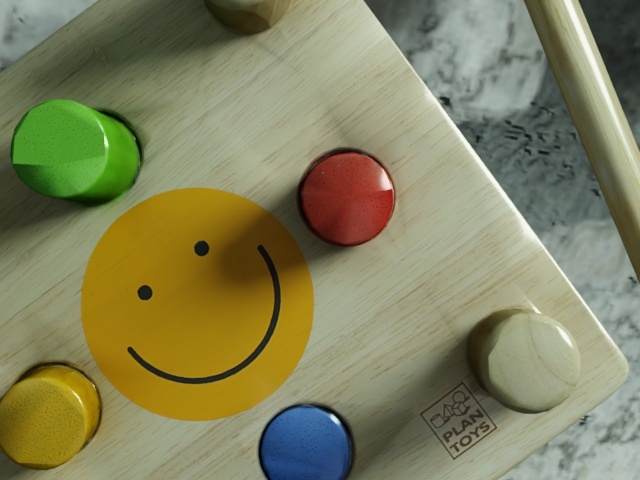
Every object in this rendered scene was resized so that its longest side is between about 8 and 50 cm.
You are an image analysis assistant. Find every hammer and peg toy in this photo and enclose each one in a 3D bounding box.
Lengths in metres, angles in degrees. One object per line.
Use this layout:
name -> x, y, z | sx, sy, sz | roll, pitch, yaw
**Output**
hammer and peg toy -> 0.000, 0.000, 0.488 | 0.361, 0.127, 0.266 | -35, 88, 0
